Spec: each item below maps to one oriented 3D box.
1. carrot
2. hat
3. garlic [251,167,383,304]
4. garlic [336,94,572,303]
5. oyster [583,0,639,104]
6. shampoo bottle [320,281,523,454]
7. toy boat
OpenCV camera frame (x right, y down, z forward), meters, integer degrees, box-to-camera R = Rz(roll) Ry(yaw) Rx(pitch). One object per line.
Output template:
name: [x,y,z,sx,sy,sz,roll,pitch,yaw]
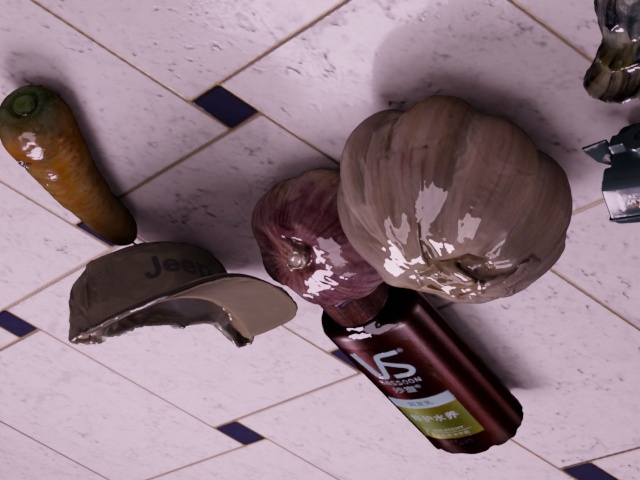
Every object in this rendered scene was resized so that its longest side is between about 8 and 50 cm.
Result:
carrot: [-0.249,-0.057,1.876,0.078,0.078,0.298,4,152,23]
hat: [-0.141,0.038,1.886,0.214,0.149,0.245,3,152,-31]
garlic: [0.000,0.000,1.782,0.159,0.102,0.147,12,132,28]
garlic: [0.121,-0.026,1.640,0.228,0.152,0.228,19,155,10]
oyster: [0.297,-0.222,1.217,0.158,0.162,0.351,4,139,-24]
shampoo bottle: [0.096,0.121,1.962,0.129,0.084,0.323,-8,141,33]
toy boat: [0.349,-0.066,1.508,0.246,0.093,0.103,-10,133,39]
